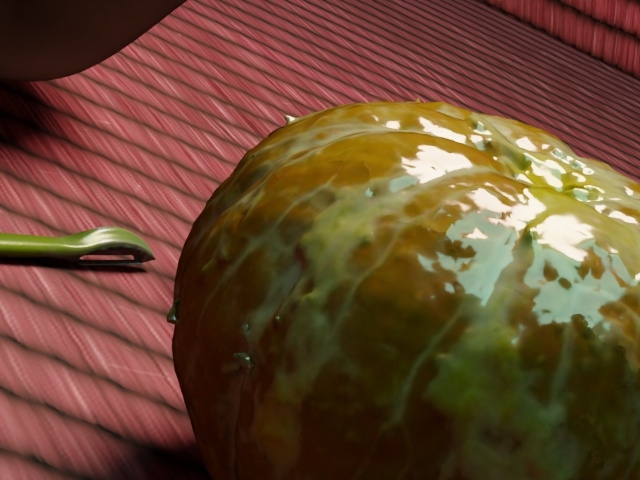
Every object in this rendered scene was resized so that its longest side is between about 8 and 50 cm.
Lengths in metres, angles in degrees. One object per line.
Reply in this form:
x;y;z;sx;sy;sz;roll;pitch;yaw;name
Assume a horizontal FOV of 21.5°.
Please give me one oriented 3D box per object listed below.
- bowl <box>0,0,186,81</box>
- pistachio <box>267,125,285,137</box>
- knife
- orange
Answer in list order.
-0.281;-0.237;1.240;0.354;0.185;0.354;42;10;-9;bowl
0.000;0.000;1.152;0.165;0.131;0.210;66;31;-16;pistachio
-0.170;0.002;1.057;0.022;0.026;0.184;23;14;40;knife
0.077;0.068;0.863;0.329;0.249;0.329;21;11;-4;orange
